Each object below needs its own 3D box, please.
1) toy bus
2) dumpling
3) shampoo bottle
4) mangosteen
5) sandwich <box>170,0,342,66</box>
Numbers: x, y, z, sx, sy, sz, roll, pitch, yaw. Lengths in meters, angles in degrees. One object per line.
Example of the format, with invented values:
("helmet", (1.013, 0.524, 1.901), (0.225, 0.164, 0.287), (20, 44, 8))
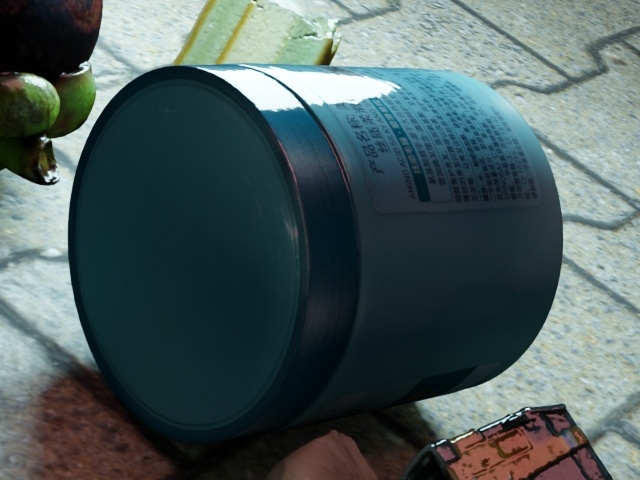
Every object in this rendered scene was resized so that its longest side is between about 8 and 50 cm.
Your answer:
("toy bus", (0.188, 0.279, 1.376), (0.167, 0.138, 0.275), (-20, 64, -29))
("dumpling", (0.007, 0.251, 1.414), (0.150, 0.092, 0.176), (41, 20, -12))
("shampoo bottle", (0.000, 0.000, 1.567), (0.343, 0.331, 0.331), (-6, 42, -44))
("mangosteen", (-0.358, -0.221, 1.714), (0.311, 0.311, 0.311), (19, 30, -11))
("sandwich", (-0.089, -0.182, 1.920), (0.155, 0.198, 0.227), (27, 29, 3))
